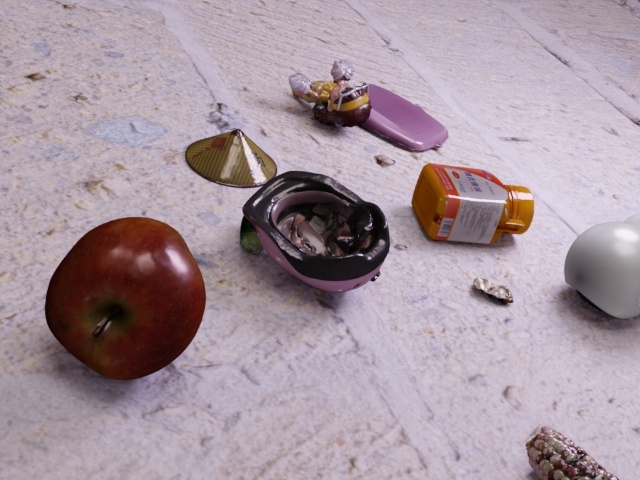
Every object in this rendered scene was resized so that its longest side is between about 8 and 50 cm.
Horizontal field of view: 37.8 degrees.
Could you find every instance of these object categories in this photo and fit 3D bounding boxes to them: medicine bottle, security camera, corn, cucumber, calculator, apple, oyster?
[{"bbox_3d":[0.313,-0.071,1.904,0.222,0.112,0.149,5,34,-18],"label":"medicine bottle"},{"bbox_3d":[0.579,0.048,1.776,0.236,0.194,0.194,-10,40,-32],"label":"security camera"},{"bbox_3d":[0.393,0.370,1.292,0.092,0.092,0.280,-10,36,-35],"label":"corn"},{"bbox_3d":[-0.124,-0.022,1.694,0.048,0.048,0.105,9,29,-12],"label":"cucumber"},{"bbox_3d":[0.176,-0.301,2.263,0.294,0.043,0.194,34,35,23],"label":"calculator"},{"bbox_3d":[-0.264,0.077,1.322,0.230,0.230,0.230,12,32,-7],"label":"apple"},{"bbox_3d":[0.322,0.096,1.740,0.083,0.019,0.054,24,31,15],"label":"oyster"}]

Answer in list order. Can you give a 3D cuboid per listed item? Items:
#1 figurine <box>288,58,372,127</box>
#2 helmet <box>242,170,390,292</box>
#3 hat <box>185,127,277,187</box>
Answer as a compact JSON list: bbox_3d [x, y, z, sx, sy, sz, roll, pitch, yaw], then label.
[{"bbox_3d":[0.023,-0.338,2.182,0.175,0.116,0.240,-25,41,-29],"label":"figurine"},{"bbox_3d":[0.000,0.000,1.624,0.253,0.154,0.198,18,45,30],"label":"helmet"},{"bbox_3d":[-0.173,-0.190,1.900,0.193,0.082,0.193,13,32,-8],"label":"hat"}]
